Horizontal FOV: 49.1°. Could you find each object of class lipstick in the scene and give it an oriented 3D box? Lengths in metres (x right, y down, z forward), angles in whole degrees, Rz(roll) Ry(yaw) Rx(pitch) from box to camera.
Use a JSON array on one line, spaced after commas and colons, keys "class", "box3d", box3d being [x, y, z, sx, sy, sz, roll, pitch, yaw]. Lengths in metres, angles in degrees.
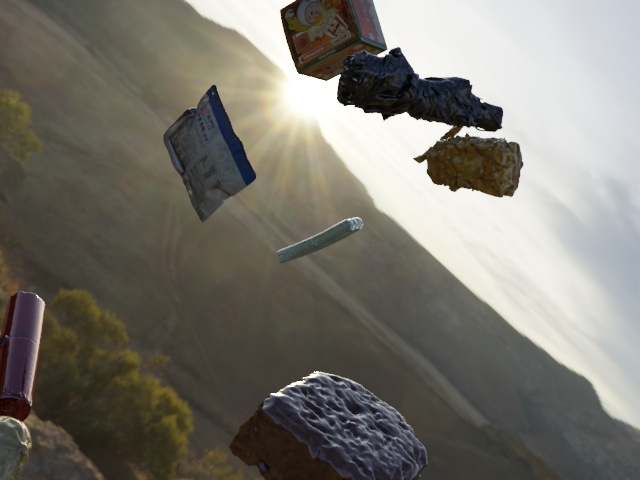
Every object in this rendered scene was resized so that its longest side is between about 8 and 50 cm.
[{"class": "lipstick", "box3d": [-0.509, 0.192, 1.179, 0.073, 0.073, 0.280, 41, 13, -32]}]

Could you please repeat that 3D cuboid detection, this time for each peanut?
[{"class": "peanut", "box3d": [-0.491, 0.347, 0.924, 0.117, 0.263, 0.101, -3, -52, 53]}]

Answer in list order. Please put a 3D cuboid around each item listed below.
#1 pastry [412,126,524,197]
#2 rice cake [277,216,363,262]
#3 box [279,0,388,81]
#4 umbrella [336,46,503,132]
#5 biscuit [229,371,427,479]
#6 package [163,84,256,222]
[{"class": "pastry", "box3d": [0.331, -0.182, 1.568, 0.102, 0.154, 0.250, -18, 25, -39]}, {"class": "rice cake", "box3d": [0.000, 0.000, 1.933, 0.043, 0.237, 0.127, 67, 18, 3]}, {"class": "box", "box3d": [0.030, -0.516, 1.708, 0.148, 0.194, 0.178, -3, 77, -57]}, {"class": "umbrella", "box3d": [0.201, -0.291, 1.353, 0.336, 0.128, 0.154, 8, -23, -2]}, {"class": "biscuit", "box3d": [0.042, 0.444, 1.492, 0.342, 0.166, 0.395, 33, 14, 18]}, {"class": "package", "box3d": [-0.185, -0.138, 1.142, 0.027, 0.173, 0.171, -13, 77, -48]}]
